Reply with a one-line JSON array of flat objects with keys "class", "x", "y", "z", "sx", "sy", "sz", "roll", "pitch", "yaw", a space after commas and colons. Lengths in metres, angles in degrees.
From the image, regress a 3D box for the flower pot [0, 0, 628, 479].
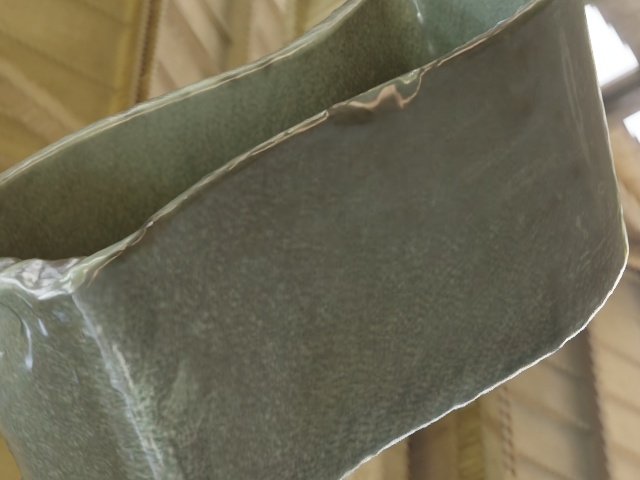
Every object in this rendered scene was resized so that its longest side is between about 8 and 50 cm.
[{"class": "flower pot", "x": 0.000, "y": 0.000, "z": 0.434, "sx": 0.229, "sy": 0.103, "sz": 0.108, "roll": -31, "pitch": -63, "yaw": -32}]
